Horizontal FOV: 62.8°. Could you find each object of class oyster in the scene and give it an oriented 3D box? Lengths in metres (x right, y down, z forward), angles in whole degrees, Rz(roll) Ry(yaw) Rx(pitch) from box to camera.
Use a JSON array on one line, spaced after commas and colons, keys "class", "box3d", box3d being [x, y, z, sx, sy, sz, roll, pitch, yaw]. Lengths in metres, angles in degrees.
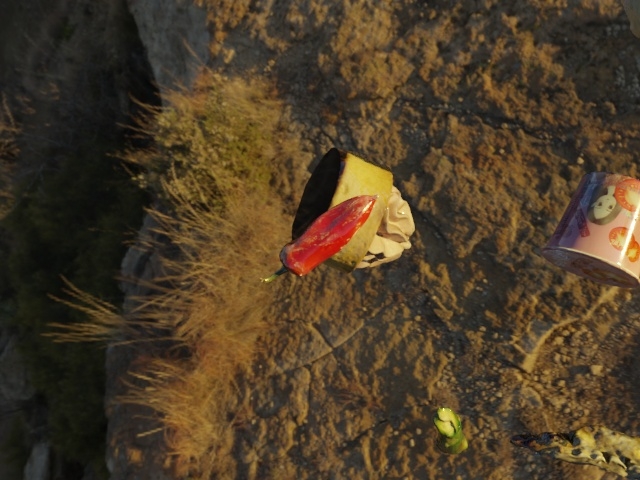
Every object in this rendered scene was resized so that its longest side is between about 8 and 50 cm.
[{"class": "oyster", "box3d": [0.494, 0.356, 0.860, 0.345, 0.129, 0.078, 5, 88, 26]}]

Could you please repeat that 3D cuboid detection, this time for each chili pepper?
[{"class": "chili pepper", "box3d": [0.000, 0.000, 0.684, 0.191, 0.050, 0.059, -37, 29, 12]}]

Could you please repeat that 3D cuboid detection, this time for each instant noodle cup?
[{"class": "instant noodle cup", "box3d": [0.720, -0.029, 1.332, 0.243, 0.243, 0.231, 20, 82, 43]}]

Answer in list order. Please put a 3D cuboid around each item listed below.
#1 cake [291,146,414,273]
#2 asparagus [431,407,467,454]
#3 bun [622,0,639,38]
[{"class": "cake", "box3d": [0.068, -0.039, 0.863, 0.185, 0.178, 0.207, -64, 21, 18]}, {"class": "asparagus", "box3d": [0.347, 0.517, 1.413, 0.082, 0.343, 0.085, -25, 56, -2]}, {"class": "bun", "box3d": [0.459, -0.269, 0.577, 0.239, 0.239, 0.141, 27, 122, 43]}]
